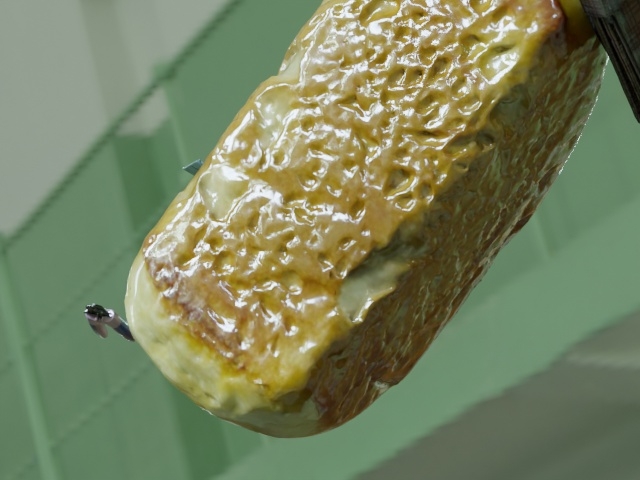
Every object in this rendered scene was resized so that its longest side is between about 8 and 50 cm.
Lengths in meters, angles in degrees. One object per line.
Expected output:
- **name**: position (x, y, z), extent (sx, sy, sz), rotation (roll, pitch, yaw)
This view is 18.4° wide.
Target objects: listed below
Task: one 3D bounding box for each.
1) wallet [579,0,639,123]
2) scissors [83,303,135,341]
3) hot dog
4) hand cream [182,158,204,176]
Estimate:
- **wallet**: position (0.205, -0.201, 1.300), extent (0.042, 0.230, 0.124), rotation (9, 46, 49)
- **scissors**: position (-0.195, 0.073, 1.794), extent (0.039, 0.012, 0.113), rotation (7, -16, 10)
- **hot dog**: position (0.045, -0.043, 1.416), extent (0.405, 0.185, 0.223), rotation (-53, -20, -1)
- **hand cream**: position (0.000, 0.000, 2.146), extent (0.331, 0.058, 0.085), rotation (26, -7, -13)
